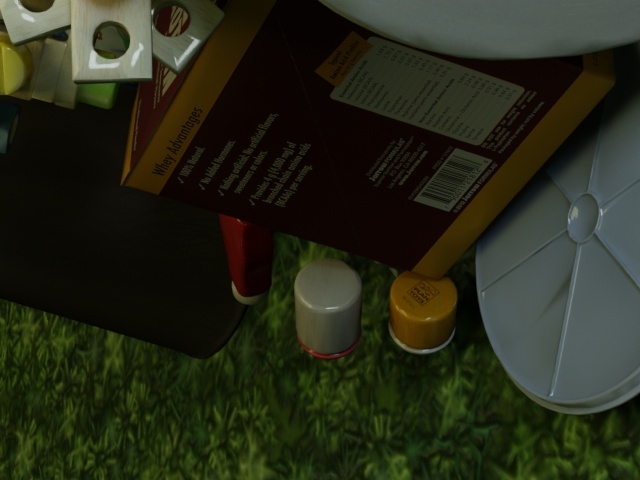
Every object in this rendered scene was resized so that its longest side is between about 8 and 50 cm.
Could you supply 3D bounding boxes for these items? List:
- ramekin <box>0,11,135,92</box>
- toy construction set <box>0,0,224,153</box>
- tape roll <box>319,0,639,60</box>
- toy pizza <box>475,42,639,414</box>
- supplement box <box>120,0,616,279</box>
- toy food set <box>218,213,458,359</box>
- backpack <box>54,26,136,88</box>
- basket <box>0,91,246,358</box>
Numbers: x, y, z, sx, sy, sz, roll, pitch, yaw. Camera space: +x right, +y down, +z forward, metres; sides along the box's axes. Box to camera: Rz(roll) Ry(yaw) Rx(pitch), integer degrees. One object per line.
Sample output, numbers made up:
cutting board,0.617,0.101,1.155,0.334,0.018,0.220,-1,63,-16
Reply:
ramekin,-0.234,-0.206,1.255,0.277,0.277,0.135,64,142,41
toy construction set,-0.140,-0.155,0.813,0.327,0.151,0.215,180,107,-72
tape roll,0.125,-0.239,0.597,0.392,0.392,0.072,-58,40,32
toy pizza,0.147,-0.009,0.828,0.201,0.032,0.201,-31,54,55
supplement box,0.020,-0.103,0.858,0.191,0.194,0.129,128,153,-47
toy food set,0.000,0.000,1.004,0.232,0.111,0.104,57,161,33
backpack,-0.100,-0.231,1.059,0.213,0.276,0.263,-35,75,61
basket,-0.172,-0.024,1.150,0.154,0.227,0.204,14,96,57
